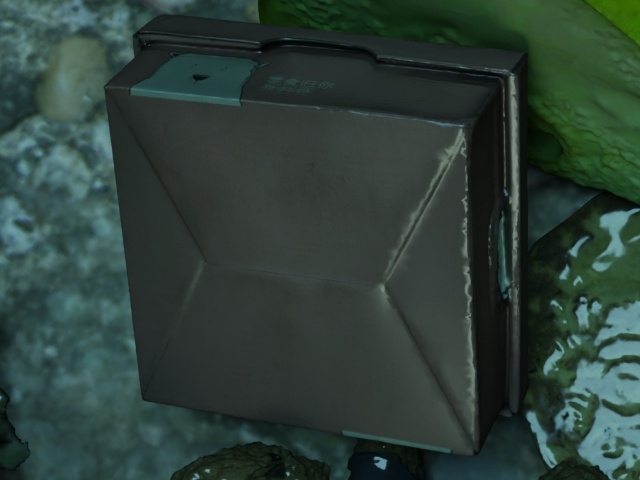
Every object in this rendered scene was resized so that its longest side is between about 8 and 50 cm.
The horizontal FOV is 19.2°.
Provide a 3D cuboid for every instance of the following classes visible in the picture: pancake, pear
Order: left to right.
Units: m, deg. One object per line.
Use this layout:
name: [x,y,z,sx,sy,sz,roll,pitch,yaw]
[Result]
pear: [0.107,-0.171,1.019,0.286,0.282,0.176,18,71,18]
pancake: [0.216,0.063,1.056,0.235,0.029,0.212,29,80,18]

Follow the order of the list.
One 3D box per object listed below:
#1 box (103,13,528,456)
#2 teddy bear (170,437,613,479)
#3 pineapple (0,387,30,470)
box: [0.000,0.000,1.013,0.215,0.215,0.086,9,31,20]
teddy bear: [0.028,0.181,1.008,0.251,0.182,0.129,10,114,28]
pineapple: [-0.313,0.059,1.076,0.357,0.223,0.223,20,77,8]
